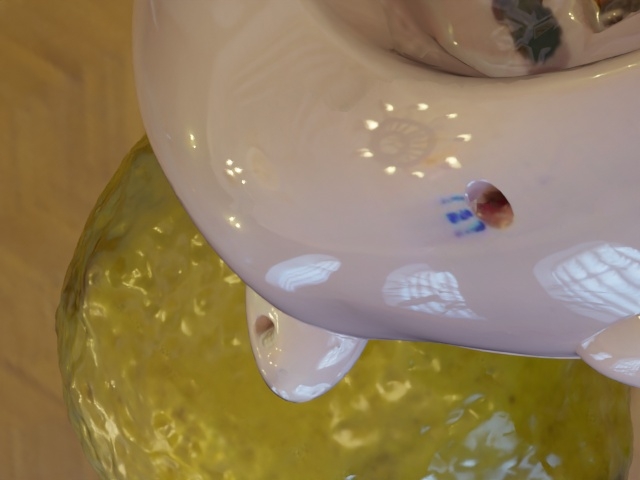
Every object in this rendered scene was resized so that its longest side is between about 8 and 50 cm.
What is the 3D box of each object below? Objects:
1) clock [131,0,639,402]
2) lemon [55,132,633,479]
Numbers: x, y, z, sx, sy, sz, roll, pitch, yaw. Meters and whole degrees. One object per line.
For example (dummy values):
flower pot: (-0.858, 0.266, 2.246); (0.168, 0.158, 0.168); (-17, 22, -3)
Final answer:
clock: (0.081, -0.109, 0.593); (0.376, 0.250, 0.368); (-25, 68, 35)
lemon: (0.023, 0.068, 0.925); (0.387, 0.350, 0.350); (41, 143, 22)
